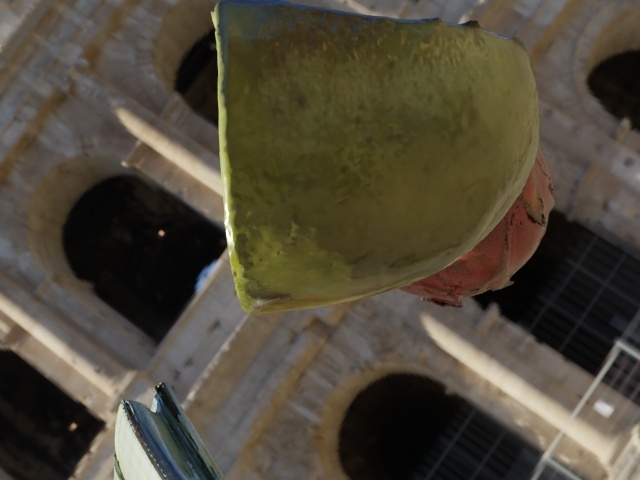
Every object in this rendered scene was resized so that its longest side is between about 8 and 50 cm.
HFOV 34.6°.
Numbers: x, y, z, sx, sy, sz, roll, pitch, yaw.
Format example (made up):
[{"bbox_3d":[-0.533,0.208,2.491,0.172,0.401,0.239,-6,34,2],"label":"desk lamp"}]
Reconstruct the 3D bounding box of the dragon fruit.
[{"bbox_3d":[0.149,-0.065,1.317,0.295,0.295,0.302,-53,-52,-7],"label":"dragon fruit"}]

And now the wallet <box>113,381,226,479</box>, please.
[{"bbox_3d":[-0.195,0.357,1.296,0.077,0.223,0.309,-17,-44,-33],"label":"wallet"}]

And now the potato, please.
[{"bbox_3d":[0.064,-0.043,0.914,0.330,0.280,0.212,83,-179,-62],"label":"potato"}]
